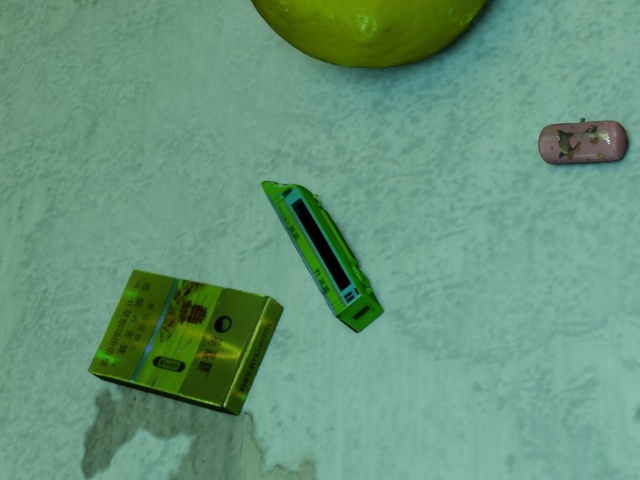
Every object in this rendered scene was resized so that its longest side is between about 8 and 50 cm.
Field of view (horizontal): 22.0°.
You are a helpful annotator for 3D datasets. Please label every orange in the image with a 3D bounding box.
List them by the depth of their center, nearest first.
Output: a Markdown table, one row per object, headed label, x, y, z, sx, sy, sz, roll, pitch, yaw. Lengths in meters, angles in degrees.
| label | x | y | z | sx | sy | sz | roll | pitch | yaw |
| --- | --- | --- | --- | --- | --- | --- | --- | --- | --- |
| orange | 0.044 | -0.298 | 1.635 | 0.279 | 0.235 | 0.279 | 4 | 34 | -3 |

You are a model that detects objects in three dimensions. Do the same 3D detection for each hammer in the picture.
| label | x | y | z | sx | sy | sz | roll | pitch | yaw |
| --- | --- | --- | --- | --- | --- | --- | --- | --- | --- |
| hammer | 0.242 | -0.091 | 1.515 | 0.083 | 0.043 | 0.043 | -3 | 62 | 34 |

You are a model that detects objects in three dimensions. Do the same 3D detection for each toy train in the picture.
| label | x | y | z | sx | sy | sz | roll | pitch | yaw |
| --- | --- | --- | --- | --- | --- | --- | --- | --- | --- |
| toy train | 0.000 | 0.000 | 1.624 | 0.042 | 0.044 | 0.209 | -39 | 49 | 10 |

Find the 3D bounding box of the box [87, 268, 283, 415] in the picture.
| label | x | y | z | sx | sy | sz | roll | pitch | yaw |
| --- | --- | --- | --- | --- | --- | --- | --- | --- | --- |
| box | -0.139 | 0.101 | 1.671 | 0.193 | 0.030 | 0.121 | 9 | 70 | 39 |
